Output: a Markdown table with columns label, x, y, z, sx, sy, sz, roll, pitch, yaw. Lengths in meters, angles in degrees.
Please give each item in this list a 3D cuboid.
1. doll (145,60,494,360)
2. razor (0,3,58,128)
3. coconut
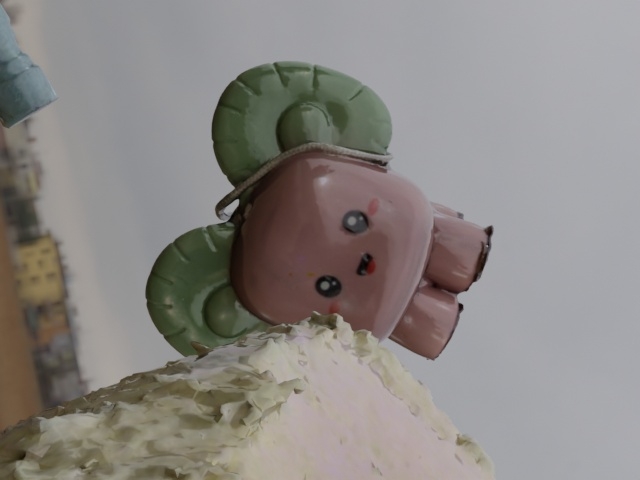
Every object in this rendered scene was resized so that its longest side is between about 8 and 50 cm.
| label | x | y | z | sx | sy | sz | roll | pitch | yaw |
| --- | --- | --- | --- | --- | --- | --- | --- | --- | --- |
| doll | 0.000 | 0.000 | 1.376 | 0.216 | 0.268 | 0.284 | -140 | -107 | -77 |
| razor | -0.170 | -0.149 | 0.594 | 0.068 | 0.106 | 0.232 | -22 | -77 | 55 |
| coconut | -0.079 | 0.264 | 0.725 | 0.404 | 0.405 | 0.404 | 168 | -90 | -79 |
